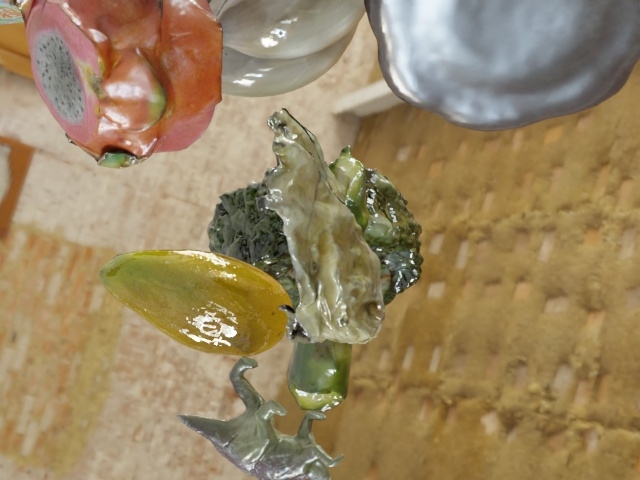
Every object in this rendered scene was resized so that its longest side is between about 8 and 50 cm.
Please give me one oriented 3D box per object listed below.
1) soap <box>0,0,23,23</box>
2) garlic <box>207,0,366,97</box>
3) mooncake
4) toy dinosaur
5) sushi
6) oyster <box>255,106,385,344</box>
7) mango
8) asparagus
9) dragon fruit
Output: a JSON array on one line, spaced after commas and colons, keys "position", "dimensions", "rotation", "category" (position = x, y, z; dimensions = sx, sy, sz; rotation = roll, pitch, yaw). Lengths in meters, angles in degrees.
[{"position": [-0.487, -0.366, 1.527], "dimensions": [0.156, 0.293, 0.077], "rotation": [6, 85, -69], "category": "soap"}, {"position": [-0.082, -0.317, 1.376], "dimensions": [0.231, 0.340, 0.246], "rotation": [-73, 147, -87], "category": "garlic"}, {"position": [0.183, -0.258, 0.990], "dimensions": [0.306, 0.306, 0.154], "rotation": [-52, -157, 43], "category": "mooncake"}, {"position": [-0.068, 0.301, 1.550], "dimensions": [0.077, 0.294, 0.162], "rotation": [-22, 144, -58], "category": "toy dinosaur"}, {"position": [0.000, 0.000, 1.730], "dimensions": [0.294, 0.352, 0.178], "rotation": [-39, -124, 39], "category": "sushi"}, {"position": [0.003, 0.002, 0.722], "dimensions": [0.133, 0.072, 0.209], "rotation": [-86, 169, -65], "category": "oyster"}, {"position": [-0.105, 0.054, 0.937], "dimensions": [0.066, 0.187, 0.101], "rotation": [-86, -157, -46], "category": "mango"}, {"position": [0.013, 0.055, 1.298], "dimensions": [0.085, 0.082, 0.343], "rotation": [-16, 116, -70], "category": "asparagus"}, {"position": [-0.254, -0.223, 1.280], "dimensions": [0.290, 0.189, 0.290], "rotation": [37, -43, 45], "category": "dragon fruit"}]
